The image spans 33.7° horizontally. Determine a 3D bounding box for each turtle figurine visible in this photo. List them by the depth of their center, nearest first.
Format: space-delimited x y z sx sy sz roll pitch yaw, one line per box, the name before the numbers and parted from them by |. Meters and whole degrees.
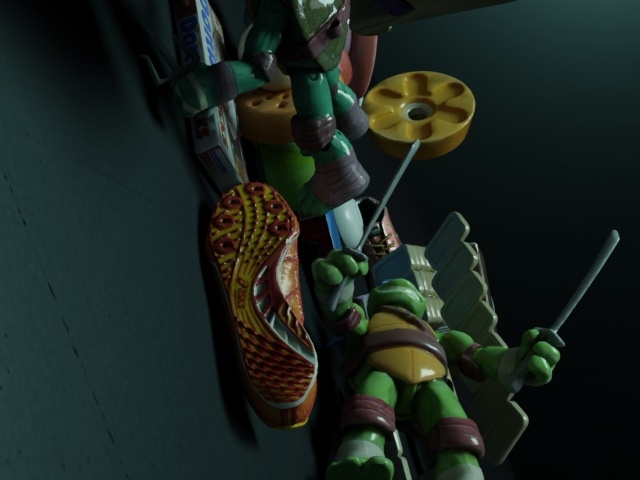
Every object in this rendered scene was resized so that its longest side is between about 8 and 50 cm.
turtle figurine | -0.034 -0.140 0.715 0.234 0.118 0.175 60 38 -34
turtle figurine | 0.089 0.080 0.842 0.198 0.274 0.266 43 30 -29

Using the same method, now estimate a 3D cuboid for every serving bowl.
serving bowl | 0.036 -0.030 1.337 0.083 0.027 0.083 -18 90 -81

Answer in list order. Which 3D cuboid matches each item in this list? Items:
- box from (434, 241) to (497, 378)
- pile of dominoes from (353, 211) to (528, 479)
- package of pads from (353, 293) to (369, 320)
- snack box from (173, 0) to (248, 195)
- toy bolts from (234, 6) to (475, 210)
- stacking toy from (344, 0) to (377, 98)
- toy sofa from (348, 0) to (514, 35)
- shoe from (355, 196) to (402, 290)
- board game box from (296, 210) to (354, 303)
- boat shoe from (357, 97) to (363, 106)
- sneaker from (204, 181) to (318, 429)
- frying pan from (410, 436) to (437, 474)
box | 0.204 0.113 1.659 0.381 0.143 0.191 18 61 -77
pile of dominoes | 0.116 0.121 1.031 0.040 0.196 0.251 7 57 -38
package of pads | 0.063 0.107 1.211 0.050 0.031 0.083 62 13 -60
snack box | -0.084 -0.118 0.797 0.064 0.022 0.178 59 15 -54
toy bolts | 0.011 -0.172 0.923 0.159 0.218 0.229 80 -8 -45
stacking toy | -0.034 -0.308 1.392 0.279 0.130 0.309 111 -29 -61
toy sofa | -0.054 -0.223 0.505 0.362 0.177 0.150 14 76 -52
shoe | 0.081 0.017 1.423 0.178 0.063 0.081 -106 171 -51
board game box | 0.000 0.000 1.052 0.133 0.033 0.169 12 65 -86
boat shoe | 0.019 -0.278 1.582 0.070 0.077 0.219 49 26 -71
sneaker | -0.041 0.039 0.680 0.067 0.064 0.175 98 -14 -56
frying pan | 0.161 0.311 1.334 0.197 0.053 0.326 62 15 -48
